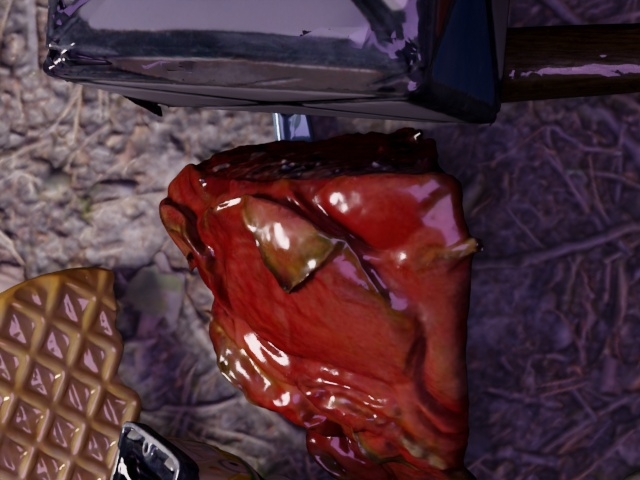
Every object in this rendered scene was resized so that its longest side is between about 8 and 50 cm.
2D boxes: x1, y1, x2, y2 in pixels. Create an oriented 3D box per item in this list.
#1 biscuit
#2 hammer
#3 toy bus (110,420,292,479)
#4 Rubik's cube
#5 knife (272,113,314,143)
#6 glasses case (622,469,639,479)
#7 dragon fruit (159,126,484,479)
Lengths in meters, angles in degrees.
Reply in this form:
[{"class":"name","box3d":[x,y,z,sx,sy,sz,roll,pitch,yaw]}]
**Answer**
[{"class":"biscuit","box3d":[-0.244,0.184,1.615,0.204,0.040,0.309,-8,91,-20]},{"class":"hammer","box3d":[0.310,-0.149,1.544,0.409,0.095,0.242,-1,72,13]},{"class":"toy bus","box3d":[-0.113,0.318,1.572,0.179,0.143,0.305,13,93,-26]},{"class":"Rubik's cube","box3d":[-0.025,-0.253,1.460,0.310,0.305,0.307,3,89,17]},{"class":"knife","box3d":[0.000,0.000,1.636,0.044,0.019,0.313,-11,93,3]},{"class":"glasses case","box3d":[0.411,0.234,1.568,0.354,0.085,0.137,-9,92,6]},{"class":"dragon fruit","box3d":[0.002,0.085,1.513,0.228,0.286,0.329,-6,102,-8]}]
